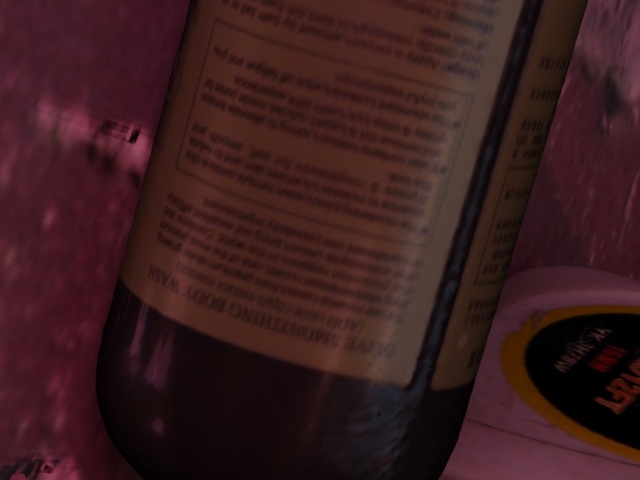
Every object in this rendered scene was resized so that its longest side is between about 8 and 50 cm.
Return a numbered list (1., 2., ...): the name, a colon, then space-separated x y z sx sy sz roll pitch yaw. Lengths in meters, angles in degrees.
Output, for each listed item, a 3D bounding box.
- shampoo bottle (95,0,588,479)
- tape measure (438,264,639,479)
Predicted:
1. shampoo bottle: 0.000 0.000 0.520 0.101 0.101 0.284 -9 117 -62
2. tape measure: 0.115 0.110 0.726 0.235 0.207 0.115 -33 140 -56
